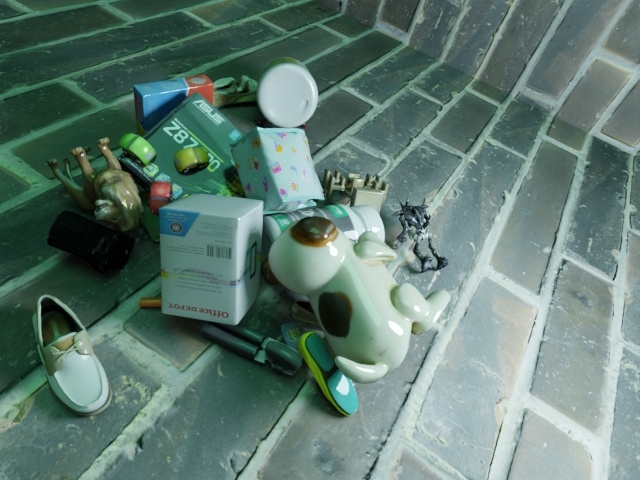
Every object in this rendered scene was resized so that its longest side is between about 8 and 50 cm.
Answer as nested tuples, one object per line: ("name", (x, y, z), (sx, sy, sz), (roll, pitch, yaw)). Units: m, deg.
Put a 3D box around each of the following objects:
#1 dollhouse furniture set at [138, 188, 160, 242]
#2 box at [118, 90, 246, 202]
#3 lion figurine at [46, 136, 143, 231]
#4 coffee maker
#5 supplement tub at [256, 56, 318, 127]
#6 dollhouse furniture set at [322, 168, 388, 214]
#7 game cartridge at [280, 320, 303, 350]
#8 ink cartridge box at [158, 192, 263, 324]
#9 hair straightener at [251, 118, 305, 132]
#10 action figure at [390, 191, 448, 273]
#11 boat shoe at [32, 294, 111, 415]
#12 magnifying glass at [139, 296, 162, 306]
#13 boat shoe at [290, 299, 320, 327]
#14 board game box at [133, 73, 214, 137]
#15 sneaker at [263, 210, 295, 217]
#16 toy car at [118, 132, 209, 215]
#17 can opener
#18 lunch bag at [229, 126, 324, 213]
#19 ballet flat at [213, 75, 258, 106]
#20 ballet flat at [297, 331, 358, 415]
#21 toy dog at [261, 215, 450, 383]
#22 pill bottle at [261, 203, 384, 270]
("dollhouse furniture set", (-0.428, -0.152, 1.387), (0.301, 0.151, 0.197), (-25, 59, -35))
("box", (-0.336, -0.200, 1.331), (0.395, 0.097, 0.318), (43, 68, -5))
("lion figurine", (-0.634, -0.147, 1.264), (0.142, 0.241, 0.392), (-33, 23, -32))
("coffee maker", (-0.614, -0.008, 1.177), (0.178, 0.171, 0.120), (21, 61, 4))
("supplement tub", (-0.140, -0.613, 1.815), (0.240, 0.241, 0.331), (9, 26, -10))
("dollhouse furniture set", (0.127, -0.140, 1.602), (0.211, 0.161, 0.242), (4, 25, -15))
("game cartridge", (-0.076, 0.260, 1.208), (0.055, 0.017, 0.083), (-15, 54, -25))
("ink cartridge box", (-0.267, 0.039, 1.116), (0.197, 0.271, 0.197), (8, 18, 7))
("hair straightener", (-0.176, -0.469, 1.844), (0.230, 0.047, 0.089), (10, 45, -8))
("action figure", (0.323, -0.020, 1.522), (0.163, 0.141, 0.276), (-12, 68, -25))
("boat shoe", (-0.570, 0.251, 0.991), (0.113, 0.103, 0.302), (-28, 61, -36))
("magnifying glass", (-0.360, 0.164, 1.183), (0.230, 0.026, 0.092), (3, 19, -10))
("boat shoe", (0.012, 0.206, 1.247), (0.189, 0.072, 0.068), (9, 45, -10))
("board game box", (-0.479, -0.371, 1.463), (0.242, 0.317, 0.064), (-26, 60, -35))
("sneaker", (-0.206, -0.134, 1.487), (0.262, 0.099, 0.121), (18, 49, 1))
("toy car", (-0.454, -0.218, 1.219), (0.224, 0.053, 0.239), (37, 71, -7))
("can opener", (-0.171, 0.257, 1.134), (0.280, 0.093, 0.074), (21, 43, 9))
("lunch bag", (-0.103, -0.197, 1.268), (0.262, 0.160, 0.224), (-16, 86, -54))
("ballet flat", (-0.359, -0.651, 1.911), (0.348, 0.123, 0.123), (-22, 58, -34))
("ballet flat", (0.014, 0.332, 1.114), (0.077, 0.077, 0.231), (-33, 94, -38))
("toy dog", (0.044, 0.126, 1.100), (0.408, 0.284, 0.395), (47, 44, 2))
("pill bottle", (0.000, 0.000, 1.347), (0.360, 0.204, 0.204), (-12, 53, -28))
